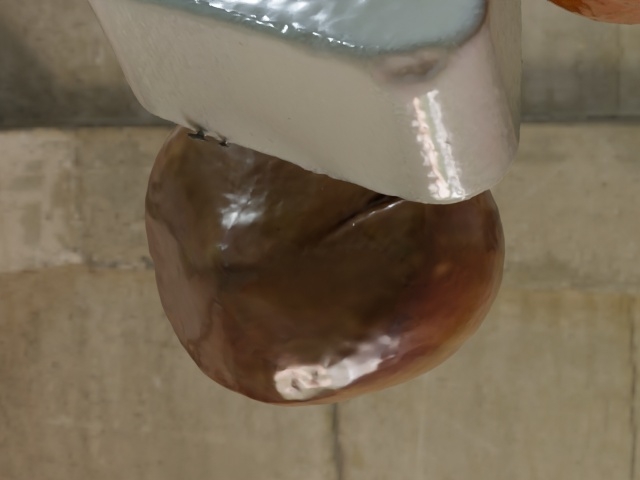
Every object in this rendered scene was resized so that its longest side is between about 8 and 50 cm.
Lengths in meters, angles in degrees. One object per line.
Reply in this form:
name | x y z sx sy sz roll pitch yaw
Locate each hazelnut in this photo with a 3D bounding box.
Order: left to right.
hazelnut | 0.000 0.000 1.265 0.315 0.372 0.372 -55 -23 13

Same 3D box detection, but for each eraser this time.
eraser | 0.032 -0.202 0.927 0.150 0.331 0.331 70 -147 -44

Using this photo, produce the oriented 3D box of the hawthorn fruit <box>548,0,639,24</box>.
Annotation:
hawthorn fruit | 0.227 -0.231 0.721 0.224 0.260 0.224 -177 90 -85
